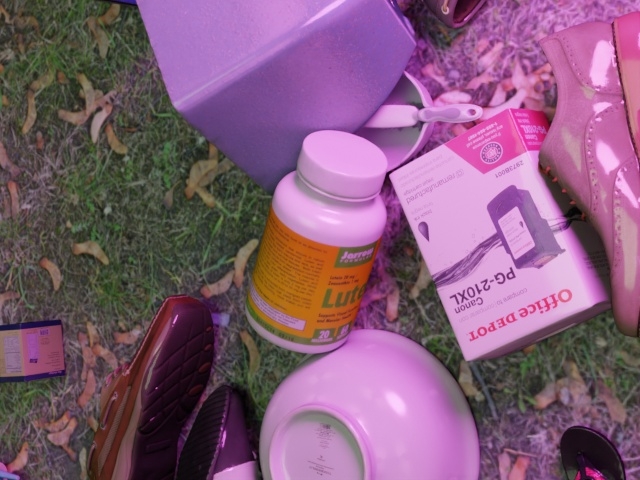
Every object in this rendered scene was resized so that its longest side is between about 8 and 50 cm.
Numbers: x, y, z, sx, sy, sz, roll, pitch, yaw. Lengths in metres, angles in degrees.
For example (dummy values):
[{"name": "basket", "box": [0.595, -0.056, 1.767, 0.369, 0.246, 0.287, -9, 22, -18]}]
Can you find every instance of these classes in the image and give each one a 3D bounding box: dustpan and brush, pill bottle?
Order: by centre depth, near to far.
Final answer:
[{"name": "pill bottle", "box": [0.000, 0.000, 1.519, 0.136, 0.136, 0.246, 35, 127, 27]}, {"name": "dustpan and brush", "box": [0.108, -0.148, 1.522, 0.211, 0.060, 0.147, 2, 93, 33]}]

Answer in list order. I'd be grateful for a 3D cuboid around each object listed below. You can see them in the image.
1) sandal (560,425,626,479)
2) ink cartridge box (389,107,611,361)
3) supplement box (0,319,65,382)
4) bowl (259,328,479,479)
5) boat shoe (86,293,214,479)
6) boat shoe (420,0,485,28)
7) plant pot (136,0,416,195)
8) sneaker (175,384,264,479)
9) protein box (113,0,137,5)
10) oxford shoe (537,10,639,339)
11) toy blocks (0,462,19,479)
[{"name": "sandal", "box": [0.308, 0.293, 1.422, 0.067, 0.040, 0.179, -18, 82, 32]}, {"name": "ink cartridge box", "box": [0.208, -0.004, 1.439, 0.172, 0.100, 0.237, -29, 77, 31]}, {"name": "supplement box", "box": [-0.422, 0.161, 1.866, 0.056, 0.083, 0.083, -6, 88, 34]}, {"name": "bowl", "box": [0.032, 0.260, 1.547, 0.297, 0.134, 0.298, 2, 94, 33]}, {"name": "boat shoe", "box": [-0.246, 0.219, 1.735, 0.120, 0.122, 0.324, 29, 106, 32]}, {"name": "boat shoe", "box": [0.215, -0.367, 1.419, 0.305, 0.109, 0.091, -47, 68, 32]}, {"name": "plant pot", "box": [-0.039, -0.249, 1.491, 0.252, 0.248, 0.247, -28, 60, 13]}, {"name": "sneaker", "box": [-0.108, 0.357, 1.666, 0.122, 0.146, 0.331, -31, 50, 56]}, {"name": "protein box", "box": [-0.261, -0.408, 1.667, 0.136, 0.201, 0.200, 14, 100, 32]}, {"name": "oxford shoe", "box": [0.299, -0.061, 1.355, 0.130, 0.123, 0.348, -6, 78, 17]}, {"name": "toy blocks", "box": [-0.518, 0.394, 1.957, 0.148, 0.054, 0.123, 5, 94, 32]}]
